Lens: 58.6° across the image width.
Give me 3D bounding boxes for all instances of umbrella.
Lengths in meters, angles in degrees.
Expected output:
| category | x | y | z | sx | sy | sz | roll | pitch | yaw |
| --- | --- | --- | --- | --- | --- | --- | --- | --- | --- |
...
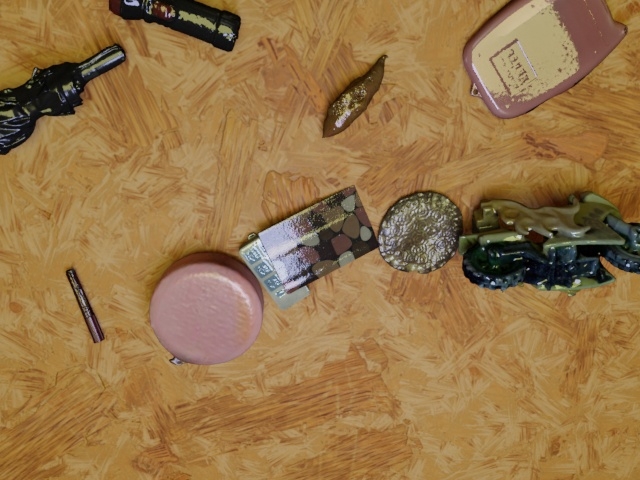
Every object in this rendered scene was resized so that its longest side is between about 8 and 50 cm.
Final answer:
| category | x | y | z | sx | sy | sz | roll | pitch | yaw |
| --- | --- | --- | --- | --- | --- | --- | --- | --- | --- |
| umbrella | -0.519 | -0.274 | 1.072 | 0.340 | 0.118 | 0.118 | -31 | 109 | -1 |

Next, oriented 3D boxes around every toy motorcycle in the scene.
| category | x | y | z | sx | sy | sz | roll | pitch | yaw |
| --- | --- | --- | --- | --- | --- | --- | --- | --- | --- |
| toy motorcycle | 0.484 | 0.001 | 1.181 | 0.409 | 0.237 | 0.169 | -7 | 123 | -1 |

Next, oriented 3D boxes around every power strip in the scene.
| category | x | y | z | sx | sy | sz | roll | pitch | yaw |
| --- | --- | --- | --- | --- | --- | --- | --- | --- | --- |
| power strip | -0.100 | 0.066 | 1.252 | 0.081 | 0.035 | 0.192 | -32 | 109 | 3 |

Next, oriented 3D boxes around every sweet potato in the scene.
| category | x | y | z | sx | sy | sz | roll | pitch | yaw |
| --- | --- | --- | --- | --- | --- | --- | --- | --- | --- |
| sweet potato | 0.070 | -0.285 | 1.137 | 0.206 | 0.060 | 0.068 | -50 | 145 | 1 |

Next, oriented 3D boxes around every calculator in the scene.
| category | x | y | z | sx | sy | sz | roll | pitch | yaw |
| --- | --- | --- | --- | --- | --- | --- | --- | --- | --- |
| calculator | 0.444 | -0.388 | 1.141 | 0.329 | 0.048 | 0.220 | -35 | 110 | 9 |

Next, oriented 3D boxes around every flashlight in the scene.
| category | x | y | z | sx | sy | sz | roll | pitch | yaw |
| --- | --- | --- | --- | --- | --- | --- | --- | --- | --- |
| flashlight | -0.261 | -0.416 | 1.046 | 0.231 | 0.093 | 0.093 | 18 | 106 | -12 |

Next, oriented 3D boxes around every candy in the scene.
| category | x | y | z | sx | sy | sz | roll | pitch | yaw |
| --- | --- | --- | --- | --- | --- | --- | --- | --- | --- |
| candy | -0.247 | 0.154 | 1.233 | 0.255 | 0.094 | 0.256 | -1 | 110 | -3 |

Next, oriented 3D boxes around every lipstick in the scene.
| category | x | y | z | sx | sy | sz | roll | pitch | yaw |
| --- | --- | --- | --- | --- | --- | --- | --- | --- | --- |
| lipstick | -0.516 | 0.143 | 1.245 | 0.027 | 0.027 | 0.177 | -15 | 109 | 0 |

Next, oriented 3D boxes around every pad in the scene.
| category | x | y | z | sx | sy | sz | roll | pitch | yaw |
| --- | --- | --- | --- | --- | --- | --- | --- | --- | --- |
| pad | 0.000 | 0.000 | 1.234 | 0.234 | 0.003 | 0.158 | -27 | 109 | -6 |

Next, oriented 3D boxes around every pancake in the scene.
| category | x | y | z | sx | sy | sz | roll | pitch | yaw |
| --- | --- | --- | --- | --- | --- | --- | --- | --- | --- |
| pancake | 0.222 | -0.014 | 1.261 | 0.199 | 0.021 | 0.200 | -2 | 109 | -5 |
